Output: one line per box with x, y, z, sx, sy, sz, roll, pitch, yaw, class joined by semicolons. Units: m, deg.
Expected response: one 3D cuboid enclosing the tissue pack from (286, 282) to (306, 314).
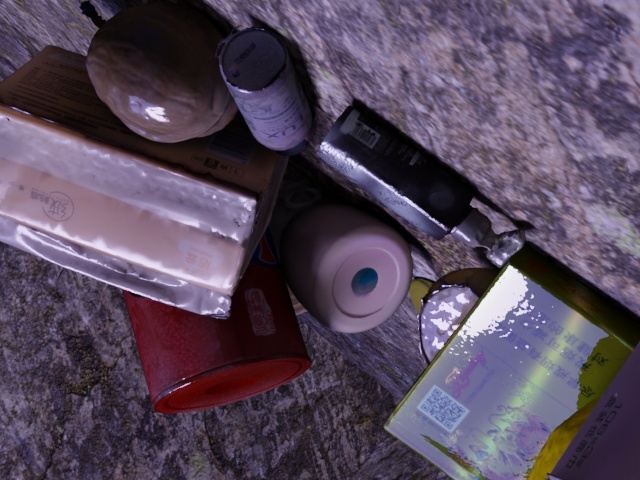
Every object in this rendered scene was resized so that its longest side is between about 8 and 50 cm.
-0.064;0.036;1.816;0.170;0.071;0.325;31;-162;18;tissue pack

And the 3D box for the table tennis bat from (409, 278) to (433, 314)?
0.212;0.134;1.723;0.224;0.054;0.369;51;171;1;table tennis bat

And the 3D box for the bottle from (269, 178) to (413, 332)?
0.003;0.010;1.628;0.147;0.147;0.236;41;178;-35;bottle

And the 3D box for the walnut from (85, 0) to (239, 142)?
-0.155;-0.168;1.258;0.162;0.140;0.140;45;176;20;walnut

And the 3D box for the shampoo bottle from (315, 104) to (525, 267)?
0.096;-0.047;1.177;0.207;0.057;0.063;34;165;-1;shampoo bottle

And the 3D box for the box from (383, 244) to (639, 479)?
0.201;0.154;1.315;0.173;0.043;0.311;35;134;6;box

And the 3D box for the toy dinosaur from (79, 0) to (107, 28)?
-0.208;-0.224;1.429;0.154;0.055;0.049;31;178;-29;toy dinosaur

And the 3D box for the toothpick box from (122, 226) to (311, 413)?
-0.153;0.026;1.568;0.204;0.204;0.333;64;-172;-74;toothpick box

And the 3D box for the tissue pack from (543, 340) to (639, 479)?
0.218;0.045;0.486;0.148;0.246;0.092;37;172;-11;tissue pack

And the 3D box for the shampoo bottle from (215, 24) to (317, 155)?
-0.046;-0.136;1.226;0.072;0.072;0.214;34;172;14;shampoo bottle

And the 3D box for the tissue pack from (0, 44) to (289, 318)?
-0.211;-0.051;1.393;0.305;0.239;0.238;19;172;0;tissue pack

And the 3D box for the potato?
0.209;0.128;1.386;0.243;0.098;0.138;45;133;-2;potato

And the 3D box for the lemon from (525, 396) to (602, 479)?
0.329;0.260;1.164;0.321;0.268;0.268;6;166;10;lemon
